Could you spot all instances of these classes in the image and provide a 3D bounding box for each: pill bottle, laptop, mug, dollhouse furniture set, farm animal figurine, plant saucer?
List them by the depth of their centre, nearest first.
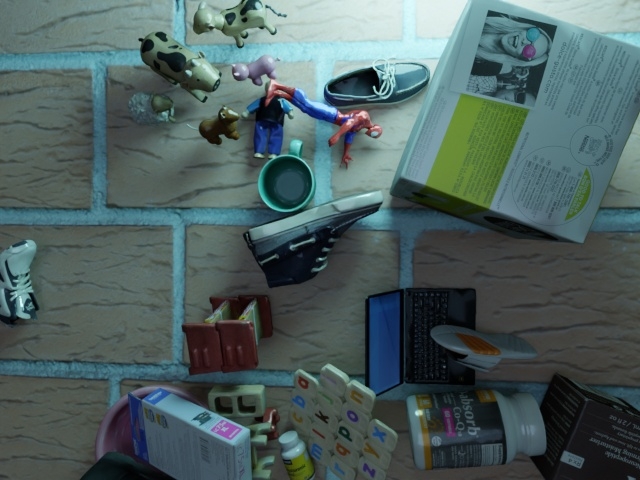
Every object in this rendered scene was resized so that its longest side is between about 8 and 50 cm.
[{"bbox_3d":[0.340,0.420,1.040,0.278,0.162,0.162,-7,91,5],"label":"pill bottle"},{"bbox_3d":[-0.271,-0.402,1.044,0.326,0.172,0.331,16,90,14],"label":"farm animal figurine"},{"bbox_3d":[0.234,0.233,1.056,0.264,0.136,0.235,0,93,5],"label":"laptop"},{"bbox_3d":[-0.192,0.331,1.076,0.152,0.201,0.375,-5,98,5],"label":"dollhouse furniture set"},{"bbox_3d":[-0.065,-0.139,1.089,0.157,0.097,0.129,-44,87,5],"label":"mug"},{"bbox_3d":[-0.060,0.527,1.123,0.065,0.065,0.117,-19,97,6],"label":"pill bottle"},{"bbox_3d":[-0.385,0.517,1.151,0.331,0.084,0.333,0,92,6],"label":"plant saucer"}]

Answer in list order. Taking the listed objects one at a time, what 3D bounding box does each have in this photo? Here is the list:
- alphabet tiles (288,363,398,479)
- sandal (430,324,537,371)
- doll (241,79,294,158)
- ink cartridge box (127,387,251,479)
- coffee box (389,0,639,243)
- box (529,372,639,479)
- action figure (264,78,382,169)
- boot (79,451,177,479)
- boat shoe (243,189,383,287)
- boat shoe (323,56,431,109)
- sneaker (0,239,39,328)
[{"bbox_3d":[0.044,0.425,1.063,0.277,0.021,0.284,24,120,29],"label":"alphabet tiles"},{"bbox_3d":[0.367,0.257,1.044,0.265,0.102,0.076,11,109,-15],"label":"sandal"},{"bbox_3d":[-0.127,-0.292,1.115,0.128,0.046,0.189,7,93,6],"label":"doll"},{"bbox_3d":[-0.288,0.442,1.008,0.310,0.065,0.186,11,112,25],"label":"ink cartridge box"},{"bbox_3d":[0.360,-0.206,0.926,0.334,0.337,0.339,21,93,4],"label":"coffee box"},{"bbox_3d":[0.586,0.436,1.014,0.168,0.167,0.203,20,94,4],"label":"box"},{"bbox_3d":[0.004,-0.258,1.065,0.280,0.091,0.139,14,90,-9],"label":"action figure"},{"bbox_3d":[-0.407,0.626,0.891,0.366,0.445,0.146,18,94,5],"label":"boot"},{"bbox_3d":[0.000,0.000,1.087,0.340,0.127,0.158,-17,97,14],"label":"boat shoe"},{"bbox_3d":[0.131,-0.367,1.071,0.254,0.079,0.095,-6,91,5],"label":"boat shoe"},{"bbox_3d":[-0.753,0.124,1.166,0.153,0.094,0.235,41,95,1],"label":"sneaker"}]
